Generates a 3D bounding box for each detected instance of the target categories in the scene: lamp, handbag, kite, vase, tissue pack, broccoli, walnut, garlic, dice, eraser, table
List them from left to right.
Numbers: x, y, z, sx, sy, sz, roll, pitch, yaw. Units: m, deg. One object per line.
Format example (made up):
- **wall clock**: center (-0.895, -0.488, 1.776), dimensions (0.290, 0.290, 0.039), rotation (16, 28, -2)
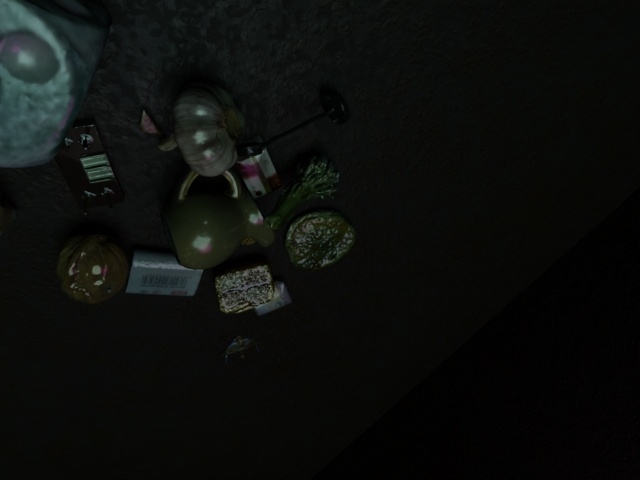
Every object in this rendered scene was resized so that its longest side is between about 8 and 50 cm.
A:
- **dice**: center (-0.618, -0.366, 0.765), dimensions (0.328, 0.330, 0.348), rotation (23, 115, -38)
- **table**: center (-0.616, -0.179, 1.081), dimensions (0.122, 0.111, 0.240), rotation (-14, 133, -14)
- **walnut**: center (-0.676, 0.081, 1.225), dimensions (0.198, 0.198, 0.245), rotation (2, 128, -27)
- **eraser**: center (-0.529, 0.112, 1.396), dimensions (0.227, 0.081, 0.174), rotation (9, 120, -30)
- **garlic**: center (-0.333, -0.282, 1.080), dimensions (0.253, 0.245, 0.245), rotation (-6, 138, 20)
- **vase**: center (-0.316, -0.089, 1.235), dimensions (0.302, 0.241, 0.329), rotation (-20, 122, -23)
- **kite**: center (-0.358, 0.478, 1.843), dimensions (0.183, 0.010, 0.160), rotation (-15, 130, -17)
- **tissue pack**: center (-0.193, -0.220, 1.249), dimensions (0.106, 0.099, 0.148), rotation (-25, 135, -2)
- **handbag**: center (-0.213, 0.227, 1.641), dimensions (0.173, 0.095, 0.117), rotation (-25, 119, -12)
- **lamp**: center (-0.080, -0.333, 1.127), dimensions (0.371, 0.130, 0.108), rotation (-24, 123, -27)
- **broccoli**: center (-0.067, -0.137, 1.279), dimensions (0.304, 0.146, 0.164), rotation (-47, 150, -29)

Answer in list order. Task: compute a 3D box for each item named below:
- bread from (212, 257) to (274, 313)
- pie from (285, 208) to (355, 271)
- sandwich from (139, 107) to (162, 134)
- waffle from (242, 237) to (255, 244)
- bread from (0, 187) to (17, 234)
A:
- **bread**: center (-0.280, 0.165, 1.519), dimensions (0.222, 0.096, 0.181), rotation (-15, 111, -10)
- **pie**: center (0.000, 0.000, 1.546), dimensions (0.277, 0.078, 0.277), rotation (-14, 132, -16)
- **sandwich**: center (-0.463, -0.309, 1.093), dimensions (0.044, 0.031, 0.083), rotation (-27, 135, -4)
- **waffle**: center (-0.257, -0.014, 1.457), dimensions (0.085, 0.016, 0.078), rotation (10, 128, -30)
- **bread**: center (-0.910, -0.095, 1.020), dimensions (0.210, 0.109, 0.192), rotation (-14, 127, -14)
